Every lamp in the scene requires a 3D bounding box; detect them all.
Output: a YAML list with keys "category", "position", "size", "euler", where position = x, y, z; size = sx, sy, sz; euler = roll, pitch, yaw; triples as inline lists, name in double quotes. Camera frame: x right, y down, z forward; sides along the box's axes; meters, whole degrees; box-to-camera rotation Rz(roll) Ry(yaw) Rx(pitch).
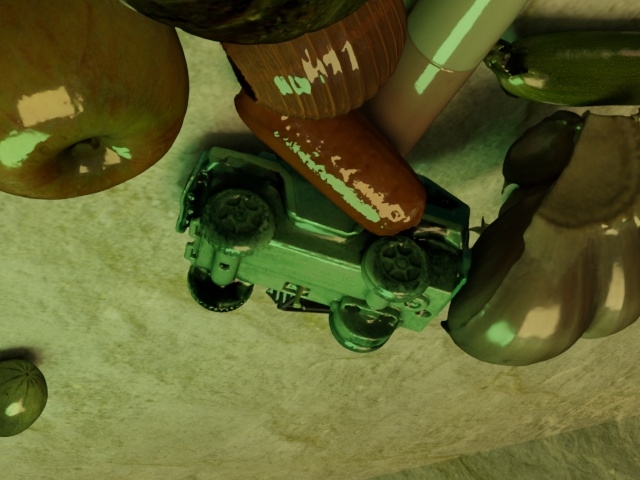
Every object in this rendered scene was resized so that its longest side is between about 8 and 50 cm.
- category: "lamp"
  position: [-0.006, -0.149, 0.596]
  size: [0.136, 0.136, 0.136]
  euler: [-12, 155, -6]

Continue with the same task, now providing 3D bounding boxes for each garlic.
- category: "garlic"
  position: [0.213, -0.001, 0.858]
  size: [0.210, 0.237, 0.292]
  euler: [-8, 158, -17]

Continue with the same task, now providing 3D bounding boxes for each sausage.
- category: "sausage"
  position: [0.013, -0.077, 0.738]
  size: [0.197, 0.076, 0.076]
  euler: [42, 128, -17]

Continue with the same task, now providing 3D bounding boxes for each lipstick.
- category: "lipstick"
  position: [0.089, -0.147, 0.726]
  size: [0.070, 0.070, 0.254]
  euler: [-2, 152, -25]

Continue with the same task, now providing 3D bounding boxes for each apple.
- category: "apple"
  position: [-0.175, -0.115, 0.556]
  size: [0.182, 0.155, 0.182]
  euler: [-26, 162, -9]

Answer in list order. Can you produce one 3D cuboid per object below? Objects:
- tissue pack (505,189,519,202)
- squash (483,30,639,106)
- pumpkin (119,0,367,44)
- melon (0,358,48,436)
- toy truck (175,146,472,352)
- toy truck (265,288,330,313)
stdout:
- category: "tissue pack"
  position: [0.306, -0.031, 1.028]
  size: [0.123, 0.127, 0.178]
  euler: [0, 151, -24]
- category: "squash"
  position: [0.272, -0.158, 0.800]
  size: [0.318, 0.071, 0.080]
  euler: [-1, 168, -22]
- category: "pumpkin"
  position: [-0.030, -0.223, 0.386]
  size: [0.260, 0.189, 0.260]
  euler: [-40, 159, -19]
- category: "melon"
  position: [-0.413, 0.208, 1.154]
  size: [0.098, 0.098, 0.131]
  euler: [8, 147, -41]
- category: "toy truck"
  position: [0.000, 0.000, 0.854]
  size: [0.279, 0.156, 0.155]
  euler: [17, 149, -4]
- category: "toy truck"
  position: [0.028, 0.048, 1.073]
  size: [0.192, 0.092, 0.083]
  euler: [8, 146, -41]
